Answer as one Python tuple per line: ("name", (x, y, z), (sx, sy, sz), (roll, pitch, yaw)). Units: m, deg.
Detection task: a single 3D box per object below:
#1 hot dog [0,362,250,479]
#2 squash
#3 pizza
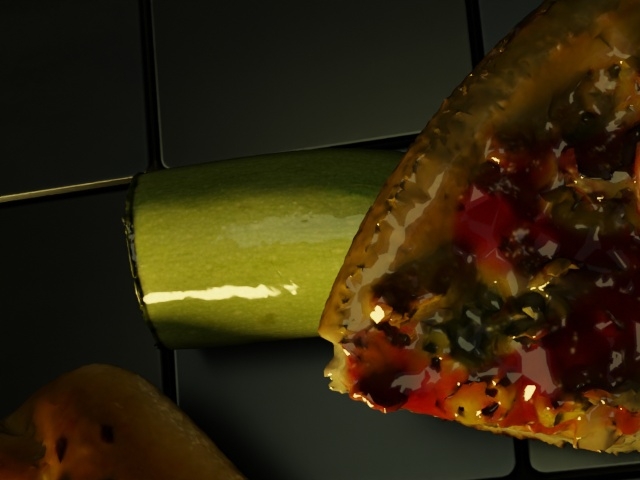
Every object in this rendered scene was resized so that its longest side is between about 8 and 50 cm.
("hot dog", (-0.156, 0.284, 1.030), (0.367, 0.196, 0.365), (-42, 69, 1))
("squash", (0.000, 0.000, 1.072), (0.247, 0.132, 0.133), (-6, 78, 10))
("pizza", (0.254, 0.021, 0.965), (0.406, 0.130, 0.440), (43, 80, 3))
